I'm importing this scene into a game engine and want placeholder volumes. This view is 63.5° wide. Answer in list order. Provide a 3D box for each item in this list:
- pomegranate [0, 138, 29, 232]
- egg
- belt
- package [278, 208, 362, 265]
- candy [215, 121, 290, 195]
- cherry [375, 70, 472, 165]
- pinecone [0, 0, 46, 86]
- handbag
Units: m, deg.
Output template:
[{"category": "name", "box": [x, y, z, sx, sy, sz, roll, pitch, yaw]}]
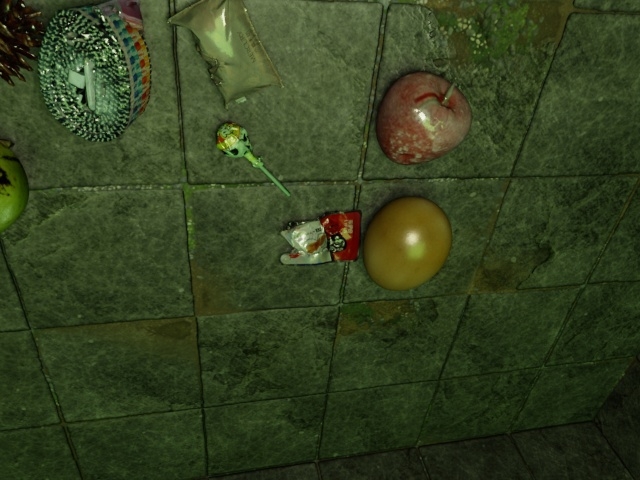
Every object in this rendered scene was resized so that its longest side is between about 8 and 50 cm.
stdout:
[{"category": "pomegranate", "box": [-0.818, -0.097, 1.161, 0.260, 0.341, 0.260, 12, 152, 6]}, {"category": "egg", "box": [0.253, 0.015, 1.557, 0.250, 0.250, 0.322, 11, 134, -22]}, {"category": "belt", "box": [-0.485, -0.378, 1.128, 0.206, 0.161, 0.295, 7, 125, 2]}, {"category": "package", "box": [0.000, 0.000, 1.602, 0.269, 0.071, 0.194, -12, 132, -22]}, {"category": "candy", "box": [-0.168, -0.203, 1.395, 0.083, 0.091, 0.305, -36, 134, 11]}, {"category": "cherry", "box": [0.268, -0.318, 1.332, 0.236, 0.213, 0.285, 32, 140, -4]}, {"category": "pinecone", "box": [-0.652, -0.416, 1.034, 0.207, 0.208, 0.208, -7, 128, -9]}, {"category": "handbag", "box": [-0.213, -0.434, 1.183, 0.182, 0.117, 0.270, -19, 130, 11]}]
